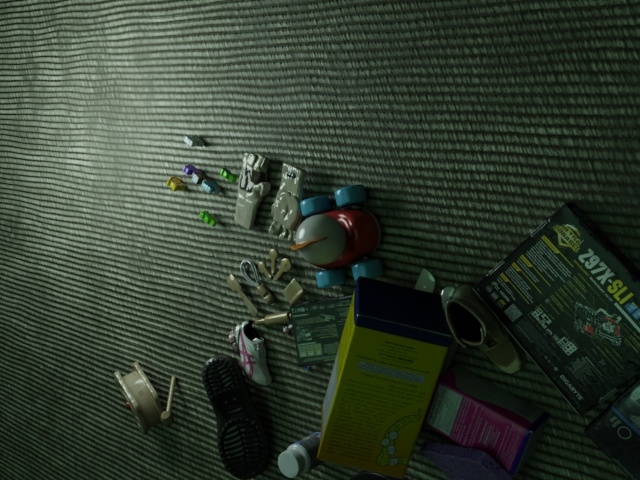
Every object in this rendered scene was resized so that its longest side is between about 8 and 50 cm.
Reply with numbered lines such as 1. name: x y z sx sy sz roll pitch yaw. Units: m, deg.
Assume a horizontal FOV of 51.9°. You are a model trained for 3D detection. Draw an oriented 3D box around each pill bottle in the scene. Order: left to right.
1. pill bottle: -0.039 0.538 1.648 0.078 0.137 0.078 4 97 36

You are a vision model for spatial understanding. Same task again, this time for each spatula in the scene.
1. spatula: 0.251 0.205 1.473 0.168 0.019 0.242 31 112 29

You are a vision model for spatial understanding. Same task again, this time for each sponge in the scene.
1. sponge: 0.307 0.473 1.368 0.117 0.031 0.210 46 156 -11

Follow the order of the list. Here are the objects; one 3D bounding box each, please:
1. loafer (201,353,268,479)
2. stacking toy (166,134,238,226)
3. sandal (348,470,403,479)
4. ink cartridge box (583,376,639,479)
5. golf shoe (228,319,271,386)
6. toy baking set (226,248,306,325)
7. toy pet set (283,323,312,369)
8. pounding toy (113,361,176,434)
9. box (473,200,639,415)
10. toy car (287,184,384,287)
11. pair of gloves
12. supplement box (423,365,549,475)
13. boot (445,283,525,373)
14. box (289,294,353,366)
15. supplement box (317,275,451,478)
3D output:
1. loafer: -0.222 0.472 1.806 0.133 0.130 0.366 -11 98 2
2. stacking toy: -0.329 -0.170 1.842 0.221 0.052 0.167 41 119 23
3. sandal: 0.200 0.652 1.477 0.445 0.107 0.168 13 106 46
4. ink cartridge box: 0.658 0.410 1.171 0.332 0.065 0.165 45 118 23
5. golf shoe: -0.180 0.304 1.770 0.086 0.067 0.186 -41 71 31
6. toy baking set: -0.139 0.131 1.749 0.256 0.030 0.197 -20 80 36
7. toy pet set: -0.047 0.258 1.669 0.114 0.065 0.122 -44 70 31
8. pounding toy: -0.517 0.489 2.038 0.269 0.154 0.154 44 147 35
9. box: 0.489 0.129 1.254 0.257 0.079 0.322 -49 67 28
10. toy car: 0.000 0.000 1.498 0.210 0.238 0.219 -14 86 37
11. pair of gloves: -0.130 -0.115 1.701 0.240 0.042 0.204 20 110 38
12. supplement box: 0.339 0.368 1.369 0.220 0.111 0.114 27 111 32
13. boot: 0.327 0.193 1.313 0.077 0.165 0.213 -37 84 18
14. box: 0.031 0.211 1.561 0.180 0.077 0.147 -10 89 13
15. supplement box: 0.129 0.290 1.407 0.195 0.194 0.357 14 111 -1
